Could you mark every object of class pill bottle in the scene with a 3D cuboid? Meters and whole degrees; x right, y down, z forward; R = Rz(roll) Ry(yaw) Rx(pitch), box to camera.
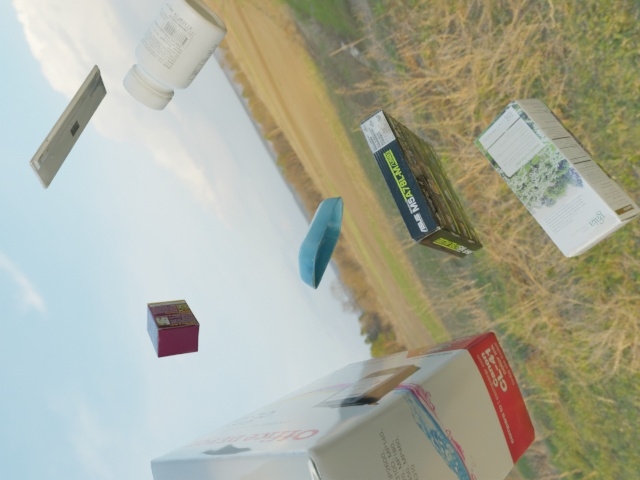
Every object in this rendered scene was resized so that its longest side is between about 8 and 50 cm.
[{"bbox_3d":[-0.314,-0.395,1.085,0.131,0.229,0.131,37,-157,-18],"label":"pill bottle"}]

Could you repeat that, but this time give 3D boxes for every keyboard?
[{"bbox_3d":[-0.450,-0.210,0.929,0.072,0.014,0.256,109,175,-57],"label":"keyboard"}]

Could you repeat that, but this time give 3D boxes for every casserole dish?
[{"bbox_3d":[0.000,0.000,0.925,0.114,0.037,0.188,90,-161,-48],"label":"casserole dish"}]

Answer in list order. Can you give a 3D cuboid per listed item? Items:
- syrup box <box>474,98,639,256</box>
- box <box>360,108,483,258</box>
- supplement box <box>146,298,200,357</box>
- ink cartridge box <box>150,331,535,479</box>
[{"bbox_3d":[0.356,-0.100,0.782,0.237,0.096,0.093,57,135,19],"label":"syrup box"},{"bbox_3d":[0.147,-0.075,0.727,0.184,0.045,0.190,15,-131,-58],"label":"box"},{"bbox_3d":[-0.199,0.116,0.688,0.083,0.055,0.043,34,122,58],"label":"supplement box"},{"bbox_3d":[0.035,0.205,0.497,0.306,0.226,0.131,-8,-102,-49],"label":"ink cartridge box"}]
